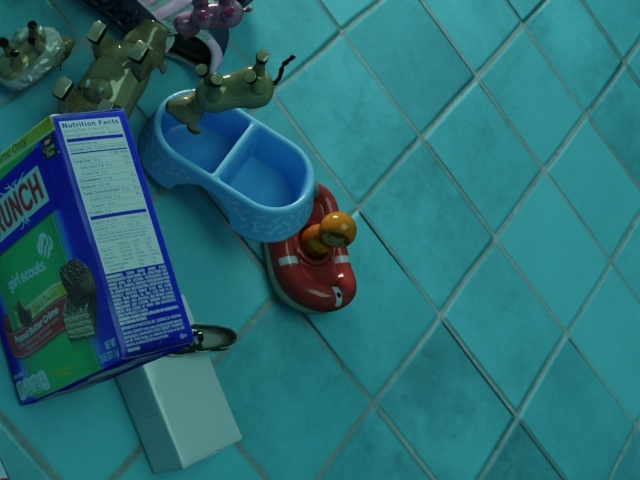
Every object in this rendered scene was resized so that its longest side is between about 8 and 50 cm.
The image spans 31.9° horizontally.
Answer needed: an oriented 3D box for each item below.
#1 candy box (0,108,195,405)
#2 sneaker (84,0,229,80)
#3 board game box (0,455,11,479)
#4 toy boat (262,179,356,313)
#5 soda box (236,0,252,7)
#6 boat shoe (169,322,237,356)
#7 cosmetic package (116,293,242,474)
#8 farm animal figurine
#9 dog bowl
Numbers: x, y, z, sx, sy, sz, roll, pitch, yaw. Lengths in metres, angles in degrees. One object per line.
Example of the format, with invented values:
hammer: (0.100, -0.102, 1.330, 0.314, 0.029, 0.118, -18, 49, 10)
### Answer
candy box: (-0.325, 0.025, 1.452, 0.122, 0.268, 0.317, -10, 78, -45)
sneaker: (-0.278, -0.355, 1.750, 0.319, 0.112, 0.131, 18, 60, -32)
board game box: (-0.481, 0.269, 1.379, 0.160, 0.039, 0.211, -22, 88, -43)
toy boat: (0.000, 0.000, 1.810, 0.151, 0.151, 0.231, -2, 74, -40)
soda box: (-0.189, -0.447, 1.900, 0.169, 0.053, 0.060, 9, 67, -38)
boat shoe: (-0.174, 0.138, 1.575, 0.125, 0.038, 0.046, 9, 67, -40)
cosmetic package: (-0.216, 0.204, 1.597, 0.117, 0.085, 0.231, -18, 87, -43)
farm animal figurine: (-0.257, -0.250, 1.635, 0.330, 0.172, 0.327, 44, 78, 9)
dog bowl: (-0.139, -0.122, 1.728, 0.297, 0.074, 0.166, 32, 59, 1)
